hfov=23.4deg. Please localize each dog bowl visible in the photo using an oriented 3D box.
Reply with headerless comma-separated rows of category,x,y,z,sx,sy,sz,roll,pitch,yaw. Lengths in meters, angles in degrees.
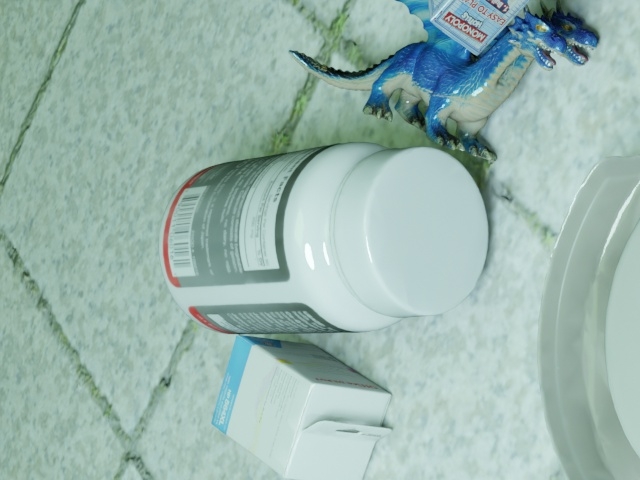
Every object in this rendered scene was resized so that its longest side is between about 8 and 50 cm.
dog bowl,0.300,0.058,0.988,0.348,0.102,0.349,-16,69,49

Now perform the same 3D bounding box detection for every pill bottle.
pill bottle,0.000,0.000,1.334,0.283,0.161,0.161,-5,77,51

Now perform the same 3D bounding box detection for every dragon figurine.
dragon figurine,0.104,-0.159,1.303,0.289,0.085,0.144,29,101,46

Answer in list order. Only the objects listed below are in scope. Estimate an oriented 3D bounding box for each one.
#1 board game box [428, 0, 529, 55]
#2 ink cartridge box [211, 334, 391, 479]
board game box,0.136,-0.251,1.196,0.194,0.060,0.194,-54,35,8
ink cartridge box,-0.014,0.152,1.367,0.143,0.092,0.090,29,104,52
